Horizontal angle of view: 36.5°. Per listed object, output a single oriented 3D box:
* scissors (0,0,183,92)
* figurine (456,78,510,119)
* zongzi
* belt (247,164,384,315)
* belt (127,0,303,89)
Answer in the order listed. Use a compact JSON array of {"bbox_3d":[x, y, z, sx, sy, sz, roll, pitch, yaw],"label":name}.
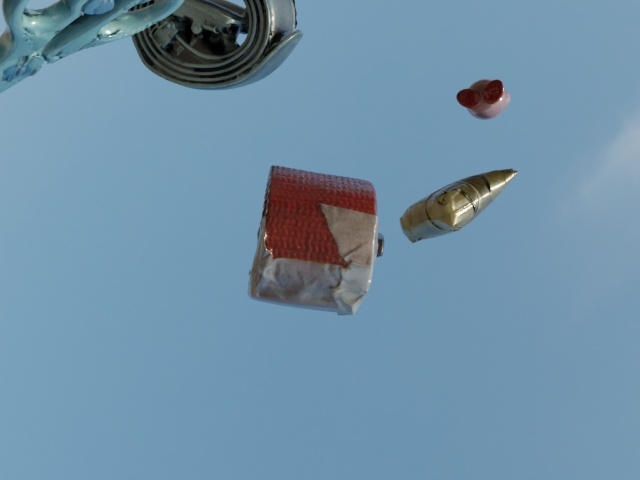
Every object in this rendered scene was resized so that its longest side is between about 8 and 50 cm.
[{"bbox_3d":[-0.290,-0.176,0.925,0.393,0.180,0.032,-25,-101,25],"label":"scissors"},{"bbox_3d":[0.267,-0.231,1.591,0.083,0.071,0.067,3,-83,19],"label":"figurine"},{"bbox_3d":[0.235,-0.067,1.685,0.176,0.078,0.160,-33,-172,-29],"label":"zongzi"},{"bbox_3d":[0.000,0.000,0.914,0.201,0.124,0.128,-147,-115,-86],"label":"belt"},{"bbox_3d":[-0.152,-0.320,1.403,0.267,0.116,0.206,12,-74,22],"label":"belt"}]
